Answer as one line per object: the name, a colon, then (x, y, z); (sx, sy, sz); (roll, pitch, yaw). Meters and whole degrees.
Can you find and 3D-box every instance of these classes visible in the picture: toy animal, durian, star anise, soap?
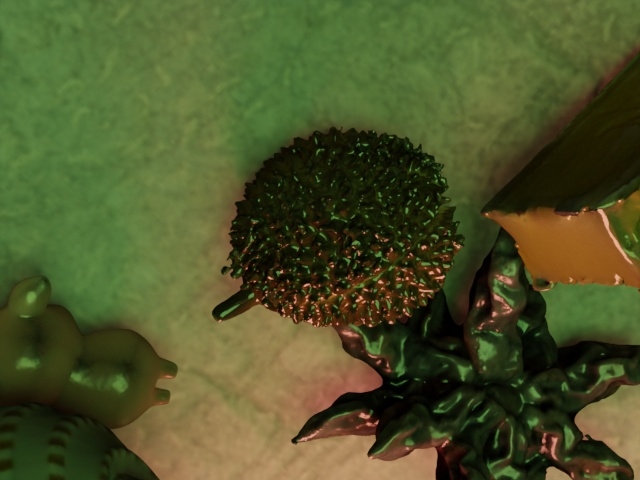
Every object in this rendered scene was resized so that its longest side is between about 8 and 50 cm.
toy animal: (-0.169, 0.083, 1.139); (0.150, 0.083, 0.089); (15, 147, -26)
durian: (0.000, 0.000, 1.122); (0.188, 0.091, 0.148); (-34, 83, 13)
star anise: (0.119, 0.116, 1.196); (0.283, 0.129, 0.212); (38, 75, -22)
soap: (0.228, -0.066, 1.117); (0.233, 0.135, 0.076); (-46, 112, -22)

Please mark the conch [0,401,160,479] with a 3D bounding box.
conch: (-0.202, 0.221, 1.091); (0.303, 0.319, 0.215); (42, 54, -54)
